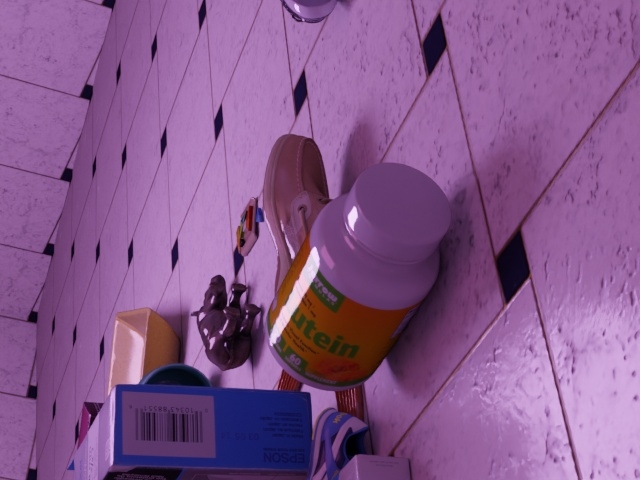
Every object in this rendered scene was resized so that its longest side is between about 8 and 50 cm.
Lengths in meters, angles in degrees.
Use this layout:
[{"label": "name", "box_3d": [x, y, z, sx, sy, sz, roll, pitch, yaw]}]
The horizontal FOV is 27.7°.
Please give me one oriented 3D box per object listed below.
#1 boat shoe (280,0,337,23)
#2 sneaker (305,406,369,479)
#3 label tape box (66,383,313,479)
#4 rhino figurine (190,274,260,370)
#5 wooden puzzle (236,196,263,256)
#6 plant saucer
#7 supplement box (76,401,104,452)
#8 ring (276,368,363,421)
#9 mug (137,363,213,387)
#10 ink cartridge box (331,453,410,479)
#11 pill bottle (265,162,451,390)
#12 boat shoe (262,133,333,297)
[{"label": "boat shoe", "box_3d": [-0.026, -0.340, 1.771, 0.228, 0.080, 0.076, -115, 19, -53]}, {"label": "sneaker", "box_3d": [0.020, 0.258, 1.420, 0.059, 0.053, 0.144, 6, 93, 30]}, {"label": "label tape box", "box_3d": [-0.172, 0.286, 1.616, 0.334, 0.240, 0.106, 126, 144, -57]}, {"label": "rhino figurine", "box_3d": [-0.152, 0.117, 1.974, 0.243, 0.073, 0.106, -129, 52, -67]}, {"label": "wooden puzzle", "box_3d": [-0.113, -0.020, 1.999, 0.116, 0.014, 0.079, 120, 151, -48]}, {"label": "plant saucer", "box_3d": [-0.336, 0.299, 2.442, 0.332, 0.081, 0.333, 167, 109, -70]}, {"label": "supplement box", "box_3d": [-0.305, 0.334, 2.165, 0.081, 0.188, 0.104, -149, 67, -70]}, {"label": "ring", "box_3d": [-0.021, 0.260, 1.599, 0.336, 0.032, 0.337, -173, 90, -71]}, {"label": "mug", "box_3d": [-0.240, 0.279, 2.086, 0.097, 0.129, 0.158, 154, 122, -69]}, {"label": "ink cartridge box", "box_3d": [0.052, 0.320, 1.312, 0.104, 0.060, 0.180, 124, 148, -53]}, {"label": "pill bottle", "box_3d": [0.040, 0.036, 1.329, 0.246, 0.136, 0.136, 118, 152, -47]}, {"label": "boat shoe", "box_3d": [0.000, 0.000, 1.548, 0.098, 0.109, 0.302, -19, 57, 25]}]
